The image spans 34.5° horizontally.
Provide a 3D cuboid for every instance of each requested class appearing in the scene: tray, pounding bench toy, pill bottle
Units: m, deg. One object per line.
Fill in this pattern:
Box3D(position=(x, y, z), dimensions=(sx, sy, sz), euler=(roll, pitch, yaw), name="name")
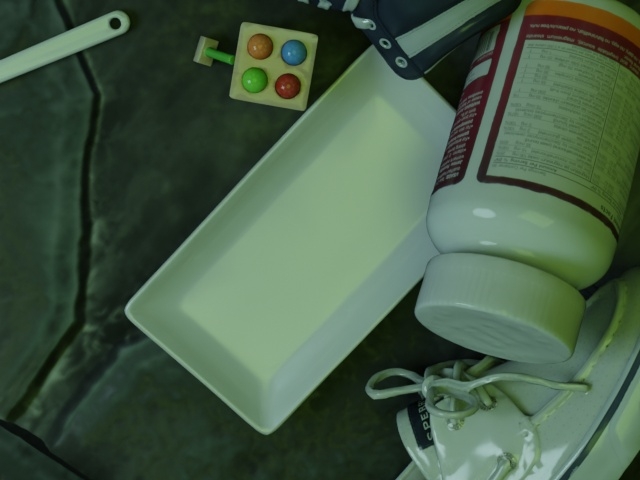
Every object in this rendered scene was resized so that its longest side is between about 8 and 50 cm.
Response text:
Box3D(position=(0.000, 0.000, 0.751), dimensions=(0.145, 0.030, 0.270), euler=(43, 95, -8), name="tray")
Box3D(position=(-0.048, -0.122, 0.710), dimensions=(0.083, 0.065, 0.052), euler=(9, 99, -4), name="pounding bench toy")
Box3D(position=(0.138, -0.041, 0.666), dimensions=(0.121, 0.121, 0.221), euler=(20, 73, -6), name="pill bottle")

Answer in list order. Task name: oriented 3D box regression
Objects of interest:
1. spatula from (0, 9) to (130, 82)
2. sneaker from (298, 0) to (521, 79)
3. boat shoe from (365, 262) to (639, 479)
Box3D(position=(-0.266, -0.162, 0.720), dimensions=(0.242, 0.019, 0.168), euler=(-23, 98, -2), name="spatula")
Box3D(position=(-0.005, -0.184, 0.672), dimensions=(0.282, 0.099, 0.153), euler=(-1, 134, 26), name="sneaker")
Box3D(position=(0.105, 0.141, 0.738), dimensions=(0.156, 0.136, 0.367), euler=(34, 106, -4), name="boat shoe")
